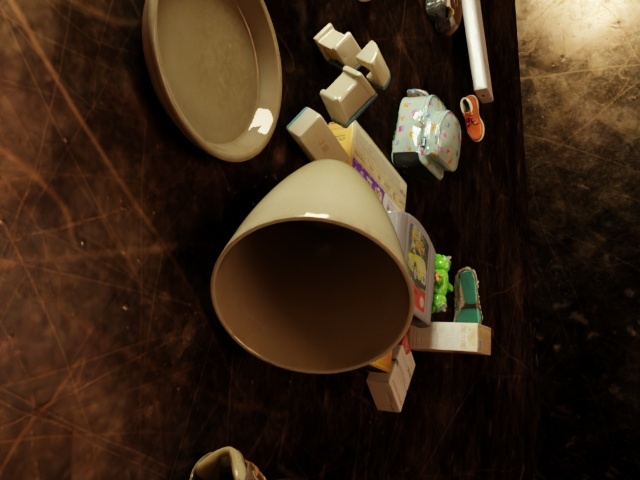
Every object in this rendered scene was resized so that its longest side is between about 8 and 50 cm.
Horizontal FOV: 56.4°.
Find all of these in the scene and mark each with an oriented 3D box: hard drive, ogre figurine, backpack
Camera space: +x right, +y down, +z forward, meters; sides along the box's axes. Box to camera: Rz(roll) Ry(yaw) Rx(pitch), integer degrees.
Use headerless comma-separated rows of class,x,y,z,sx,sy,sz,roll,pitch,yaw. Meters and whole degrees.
hard drive,0.520,-0.654,1.986,0.233,0.047,0.353,-5,87,-68
ogre figurine,0.247,0.098,1.411,0.097,0.118,0.197,63,36,-39
backpack,0.252,-0.249,1.419,0.165,0.144,0.189,22,66,-54

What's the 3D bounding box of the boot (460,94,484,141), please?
boot,0.502,-0.405,1.994,0.084,0.059,0.158,-23,101,-57

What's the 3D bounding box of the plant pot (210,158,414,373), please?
plant pot,0.000,0.000,0.856,0.274,0.256,0.257,-81,155,-54

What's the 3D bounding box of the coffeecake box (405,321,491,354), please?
coffeecake box,0.301,0.234,1.433,0.142,0.185,0.068,24,68,-59

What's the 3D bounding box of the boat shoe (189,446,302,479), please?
boat shoe,-0.109,0.317,0.731,0.342,0.123,0.123,17,75,-54

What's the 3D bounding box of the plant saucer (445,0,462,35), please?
plant saucer,0.401,-0.734,1.836,0.198,0.036,0.199,9,80,-62

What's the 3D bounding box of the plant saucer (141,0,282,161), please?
plant saucer,-0.137,-0.241,0.787,0.278,0.041,0.278,7,82,-61

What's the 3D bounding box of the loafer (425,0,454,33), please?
loafer,0.354,-0.644,1.713,0.170,0.061,0.062,9,80,-62

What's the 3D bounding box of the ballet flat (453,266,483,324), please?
ballet flat,0.452,0.202,1.841,0.077,0.091,0.241,22,71,-84

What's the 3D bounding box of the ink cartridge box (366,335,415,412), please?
ink cartridge box,0.153,0.285,1.289,0.135,0.056,0.099,-59,138,-46

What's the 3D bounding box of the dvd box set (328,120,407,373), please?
dvd box set,0.078,0.026,1.157,0.307,0.062,0.421,35,58,-57

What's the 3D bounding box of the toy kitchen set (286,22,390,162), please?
toy kitchen set,0.014,-0.249,1.053,0.207,0.166,0.122,-46,140,-4

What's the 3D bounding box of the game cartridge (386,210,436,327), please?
game cartridge,0.176,0.056,1.226,0.294,0.060,0.196,37,53,-58

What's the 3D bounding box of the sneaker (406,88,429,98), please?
sneaker,0.253,-0.335,1.521,0.135,0.052,0.058,40,58,-54
